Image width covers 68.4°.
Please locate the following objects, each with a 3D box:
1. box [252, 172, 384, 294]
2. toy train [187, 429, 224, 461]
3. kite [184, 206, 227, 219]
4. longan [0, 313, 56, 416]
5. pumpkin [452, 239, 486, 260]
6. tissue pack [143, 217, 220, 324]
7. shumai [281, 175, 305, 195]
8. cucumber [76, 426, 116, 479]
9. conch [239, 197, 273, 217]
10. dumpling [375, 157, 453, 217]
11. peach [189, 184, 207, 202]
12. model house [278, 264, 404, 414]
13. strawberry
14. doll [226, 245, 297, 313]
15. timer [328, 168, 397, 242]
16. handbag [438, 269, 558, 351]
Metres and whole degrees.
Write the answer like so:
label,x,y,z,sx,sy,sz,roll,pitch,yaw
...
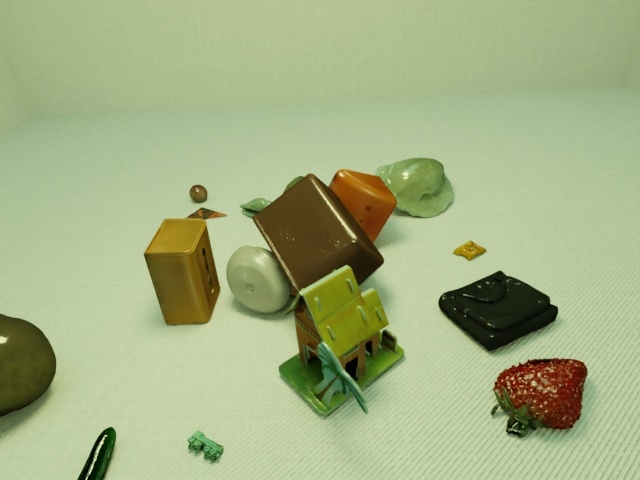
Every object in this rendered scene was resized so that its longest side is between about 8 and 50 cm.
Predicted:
label,x,y,z,sx,sy,sz,roll,pitch,yaw
box,0.000,0.000,1.423,0.229,0.239,0.339,-39,62,10
toy train,-0.265,0.474,1.086,0.092,0.029,0.045,17,23,22
kite,-0.506,-0.116,2.012,0.222,0.008,0.125,-10,34,-8
longan,-0.856,0.322,1.172,0.349,0.289,0.288,-8,33,-21
pumpkin,0.524,0.029,1.651,0.101,0.035,0.073,-28,38,-28
tissue pack,-0.412,0.096,1.444,0.145,0.275,0.194,0,35,6
shumai,-0.044,-0.118,1.856,0.203,0.222,0.272,20,11,-32
cucumber,-0.508,0.532,1.004,0.056,0.056,0.284,2,39,9
conch,-0.253,-0.133,1.971,0.180,0.088,0.065,-5,-10,10
dumpling,0.383,-0.241,1.918,0.320,0.212,0.270,-13,36,6
peach,-0.544,-0.210,2.098,0.083,0.083,0.083,-3,34,2
model house,0.086,0.229,1.142,0.300,0.324,0.340,-27,40,-29
strawberry,0.531,0.343,1.116,0.286,0.106,0.188,-25,40,-29
doll,-0.163,0.107,1.483,0.251,0.221,0.221,33,42,5
timer,0.104,-0.107,1.652,0.249,0.258,0.161,12,28,-35
handbag,0.513,0.190,1.374,0.275,0.088,0.244,-20,33,-20
